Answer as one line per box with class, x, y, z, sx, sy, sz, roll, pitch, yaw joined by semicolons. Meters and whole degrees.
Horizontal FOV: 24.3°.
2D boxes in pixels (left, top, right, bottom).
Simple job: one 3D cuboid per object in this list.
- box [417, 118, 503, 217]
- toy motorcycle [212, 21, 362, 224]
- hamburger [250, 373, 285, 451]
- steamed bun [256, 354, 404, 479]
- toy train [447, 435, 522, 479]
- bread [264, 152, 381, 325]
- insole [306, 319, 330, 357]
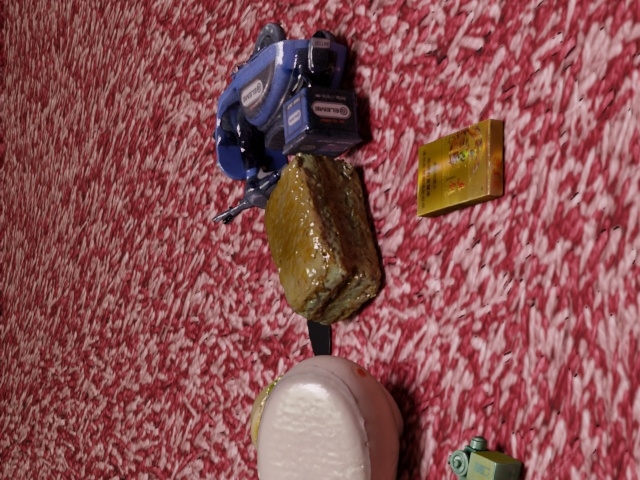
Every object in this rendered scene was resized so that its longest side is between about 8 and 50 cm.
box;0.156;-0.079;1.676;0.156;0.022;0.089;165;108;-63
toy motorcycle;-0.066;-0.161;2.045;0.358;0.125;0.212;147;122;-61
hamburger;-0.024;0.227;1.879;0.141;0.126;0.081;-56;22;7
steamed bun;0.018;0.246;1.761;0.177;0.131;0.228;4;99;35
toy train;0.168;0.269;1.555;0.081;0.050;0.122;15;100;54
bread;0.000;0.000;1.899;0.138;0.102;0.196;125;141;-50
insole;-0.007;0.081;2.006;0.064;0.004;0.188;-47;44;52
